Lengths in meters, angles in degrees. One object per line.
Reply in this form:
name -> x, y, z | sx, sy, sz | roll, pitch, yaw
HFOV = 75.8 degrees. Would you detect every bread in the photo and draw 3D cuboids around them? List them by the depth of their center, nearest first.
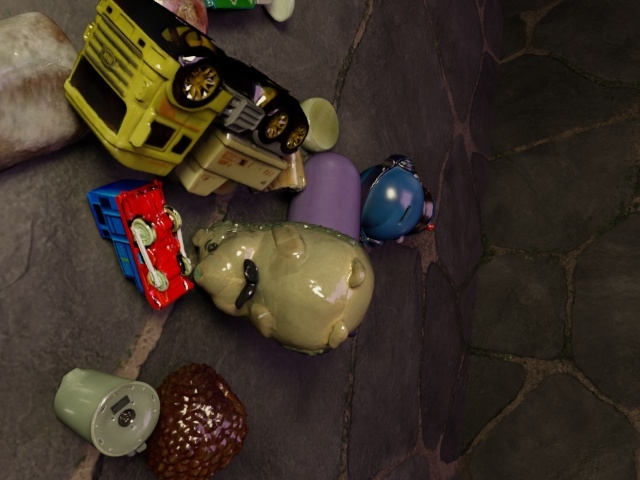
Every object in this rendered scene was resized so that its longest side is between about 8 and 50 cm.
bread -> -0.095, -0.160, 0.946 | 0.082, 0.125, 0.106 | 2, 87, -72

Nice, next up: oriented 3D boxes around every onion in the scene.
onion -> -0.262, -0.352, 0.706 | 0.195, 0.159, 0.159 | 77, 34, -50

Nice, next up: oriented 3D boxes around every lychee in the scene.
lychee -> -0.227, 0.329, 0.728 | 0.188, 0.188, 0.188 | 0, 90, -53

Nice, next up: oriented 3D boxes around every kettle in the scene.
kettle -> -0.318, 0.257, 0.623 | 0.127, 0.148, 0.098 | 48, 52, -39

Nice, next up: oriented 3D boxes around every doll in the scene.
doll -> -0.080, 0.068, 0.769 | 0.247, 0.349, 0.247 | -46, 146, -44
doll -> 0.213, -0.111, 1.244 | 0.310, 0.240, 0.284 | 13, 108, -46

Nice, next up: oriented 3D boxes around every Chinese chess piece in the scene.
Chinese chess piece -> -0.011, -0.307, 1.101 | 0.144, 0.058, 0.144 | -1, 91, -51

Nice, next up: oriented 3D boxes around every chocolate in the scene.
chocolate -> -0.430, -0.183, 0.527 | 0.303, 0.100, 0.185 | -45, 127, -39

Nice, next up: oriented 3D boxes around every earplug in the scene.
earplug -> 0.000, 0.000, 1.007 | 0.215, 0.215, 0.456 | 26, 66, -50

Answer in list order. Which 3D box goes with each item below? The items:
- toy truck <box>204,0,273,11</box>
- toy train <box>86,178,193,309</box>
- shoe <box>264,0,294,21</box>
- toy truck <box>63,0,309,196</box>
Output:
toy truck -> -0.195, -0.527, 0.822 | 0.253, 0.114, 0.124 | -33, 129, -48
toy train -> -0.291, 0.002, 0.686 | 0.083, 0.131, 0.204 | -41, 133, -51
shoe -> -0.100, -0.656, 0.955 | 0.110, 0.095, 0.265 | -40, 118, -46
toy truck -> -0.194, -0.197, 0.683 | 0.254, 0.180, 0.405 | -51, 161, 13
